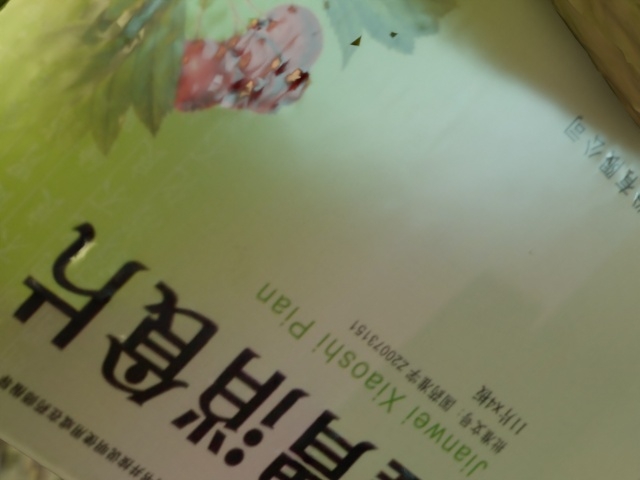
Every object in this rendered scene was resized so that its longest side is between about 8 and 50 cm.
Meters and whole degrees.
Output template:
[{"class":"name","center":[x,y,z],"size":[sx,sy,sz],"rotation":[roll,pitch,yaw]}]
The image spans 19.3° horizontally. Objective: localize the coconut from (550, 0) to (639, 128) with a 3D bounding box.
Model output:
[{"class":"coconut","center":[0.238,-0.105,0.419],"size":[0.352,0.352,0.353],"rotation":[-11,120,-20]}]

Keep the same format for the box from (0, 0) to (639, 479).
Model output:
[{"class":"box","center":[0.000,-0.001,0.505],"size":[0.175,0.062,0.260],"rotation":[-47,127,4]}]
